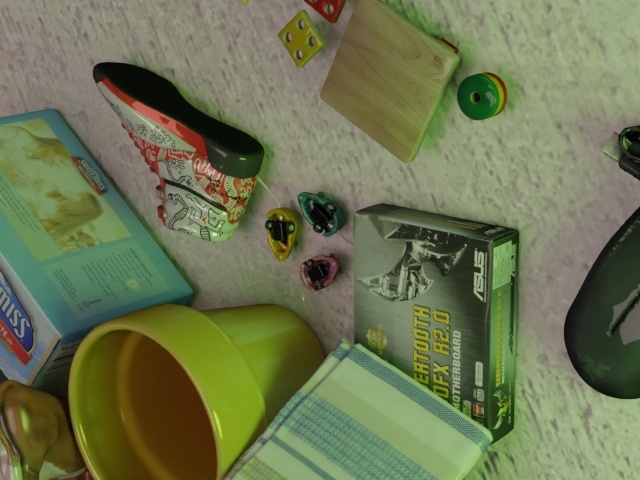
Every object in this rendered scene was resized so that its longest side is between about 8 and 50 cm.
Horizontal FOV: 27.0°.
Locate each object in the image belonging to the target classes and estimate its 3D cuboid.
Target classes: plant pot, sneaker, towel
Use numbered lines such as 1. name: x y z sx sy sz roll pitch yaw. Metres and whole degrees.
1. plant pot: -0.125 0.183 1.560 0.254 0.239 0.254 14 112 36
2. sneaker: -0.193 -0.104 1.629 0.270 0.090 0.145 33 120 26
3. towel: 0.019 0.252 1.382 0.209 0.285 0.034 31 157 28

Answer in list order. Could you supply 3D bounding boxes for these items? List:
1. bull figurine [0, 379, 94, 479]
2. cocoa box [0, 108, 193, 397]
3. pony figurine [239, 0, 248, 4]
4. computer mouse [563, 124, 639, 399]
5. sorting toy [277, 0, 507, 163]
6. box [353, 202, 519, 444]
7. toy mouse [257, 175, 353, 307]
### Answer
1. bull figurine: -0.315 0.260 1.621 0.101 0.310 0.189 -2 74 26
2. cocoa box: -0.381 0.034 1.736 0.347 0.231 0.228 51 129 18
3. pony figurine: -0.135 -0.460 1.377 0.351 0.303 0.364 24 103 24
4. computer mouse: 0.303 0.044 1.261 0.188 0.072 0.272 36 124 26
5. sorting toy: 0.073 -0.179 1.405 0.274 0.046 0.132 39 126 24
6. box: 0.122 0.087 1.441 0.183 0.056 0.231 13 112 37
7. toy mouse: 0.000 0.000 1.535 0.143 0.031 0.161 1 104 41
